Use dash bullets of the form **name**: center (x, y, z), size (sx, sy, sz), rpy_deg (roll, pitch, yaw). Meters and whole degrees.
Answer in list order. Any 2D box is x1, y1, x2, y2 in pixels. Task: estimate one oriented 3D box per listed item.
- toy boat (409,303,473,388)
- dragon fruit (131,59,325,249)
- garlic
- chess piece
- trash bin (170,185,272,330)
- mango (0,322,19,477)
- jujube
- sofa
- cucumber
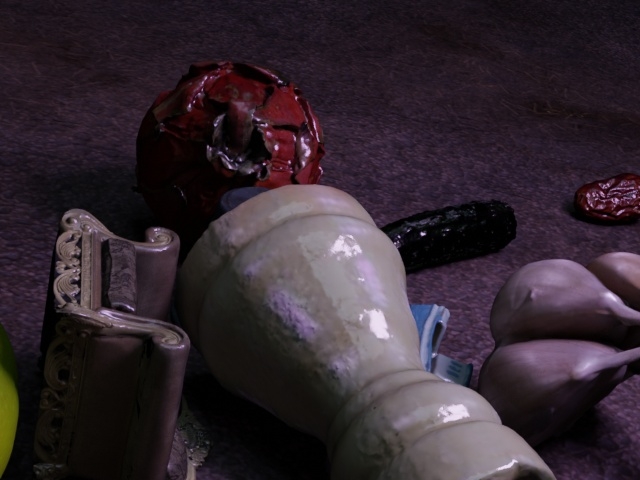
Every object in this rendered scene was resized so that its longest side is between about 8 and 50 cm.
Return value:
- **toy boat**: center (0.124, 0.145, 1.736), size (0.102, 0.088, 0.215), rpy_deg (20, 24, 4)
- **dragon fruit**: center (-0.115, -0.107, 1.934), size (0.244, 0.244, 0.299), rpy_deg (13, -15, -1)
- **garlic**: center (0.289, 0.123, 1.679), size (0.237, 0.210, 0.292), rpy_deg (1, -18, 6)
- **chess piece**: center (0.042, 0.153, 1.531), size (0.234, 0.234, 0.442), rpy_deg (-2, 36, -31)
- **trash bin**: center (-0.074, 0.029, 1.792), size (0.175, 0.161, 0.175), rpy_deg (10, 24, -5)
- **mango**: center (-0.371, 0.131, 1.429), size (0.192, 0.156, 0.343), rpy_deg (16, 20, -15)
- **jujube**: center (0.442, -0.063, 2.356), size (0.129, 0.077, 0.077), rpy_deg (-6, 31, -25)
- **sofa**: center (-0.179, 0.110, 1.522), size (0.182, 0.200, 0.258), rpy_deg (6, 24, -11)
- **cucumber**: center (0.144, -0.002, 2.071), size (0.303, 0.081, 0.072), rpy_deg (-12, 64, -44)
